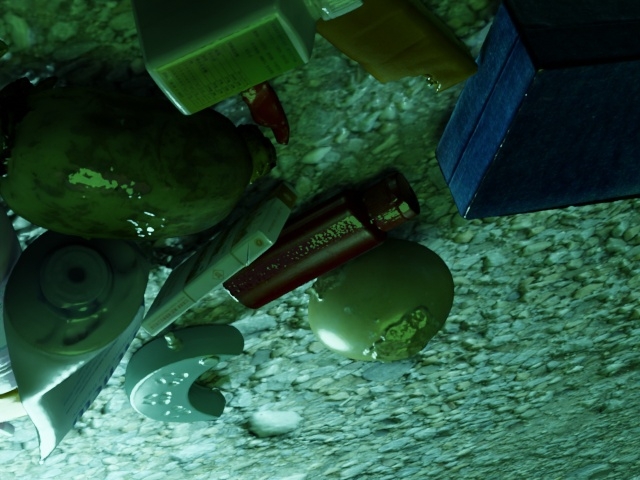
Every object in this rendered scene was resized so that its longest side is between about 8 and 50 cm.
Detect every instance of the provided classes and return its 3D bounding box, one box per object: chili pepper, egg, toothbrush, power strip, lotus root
[{"bbox_3d":[-0.055,-0.138,1.175,0.027,0.045,0.178,-11,155,10],"label":"chili pepper"},{"bbox_3d":[0.079,0.081,1.456,0.201,0.164,0.164,-20,148,17],"label":"egg"},{"bbox_3d":[-0.522,0.228,1.565,0.025,0.020,0.286,-14,148,15],"label":"toothbrush"},{"bbox_3d":[-0.202,0.196,1.617,0.167,0.054,0.253,-6,148,-15],"label":"power strip"},{"bbox_3d":[-0.181,-0.078,1.111,0.309,0.173,0.173,2,144,-30],"label":"lotus root"}]

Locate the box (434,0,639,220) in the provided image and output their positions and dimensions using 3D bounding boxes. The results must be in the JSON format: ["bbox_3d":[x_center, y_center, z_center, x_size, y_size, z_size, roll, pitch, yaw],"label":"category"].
[{"bbox_3d":[0.301,-0.152,1.226,0.278,0.116,0.261,-7,146,-18],"label":"box"}]

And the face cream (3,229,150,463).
[{"bbox_3d":[-0.277,0.113,1.279,0.137,0.235,0.420,29,155,5],"label":"face cream"}]

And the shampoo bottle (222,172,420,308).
[{"bbox_3d":[0.000,0.000,1.387,0.260,0.064,0.102,-28,142,20],"label":"shampoo bottle"}]

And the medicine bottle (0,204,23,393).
[{"bbox_3d":[-0.396,0.064,1.241,0.152,0.152,0.254,-11,149,-7],"label":"medicine bottle"}]

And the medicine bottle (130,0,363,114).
[{"bbox_3d":[-0.064,-0.210,0.972,0.188,0.132,0.088,-22,146,10],"label":"medicine bottle"}]

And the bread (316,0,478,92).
[{"bbox_3d":[0.068,-0.211,1.106,0.088,0.049,0.226,-31,145,22],"label":"bread"}]

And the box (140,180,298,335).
[{"bbox_3d":[-0.122,0.022,1.329,0.032,0.122,0.220,45,121,-13],"label":"box"}]

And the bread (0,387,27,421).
[{"bbox_3d":[-0.478,0.203,1.480,0.200,0.077,0.116,-6,148,-27],"label":"bread"}]

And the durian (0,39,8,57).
[{"bbox_3d":[-0.434,-0.082,1.027,0.375,0.132,0.106,-38,154,23],"label":"durian"}]
